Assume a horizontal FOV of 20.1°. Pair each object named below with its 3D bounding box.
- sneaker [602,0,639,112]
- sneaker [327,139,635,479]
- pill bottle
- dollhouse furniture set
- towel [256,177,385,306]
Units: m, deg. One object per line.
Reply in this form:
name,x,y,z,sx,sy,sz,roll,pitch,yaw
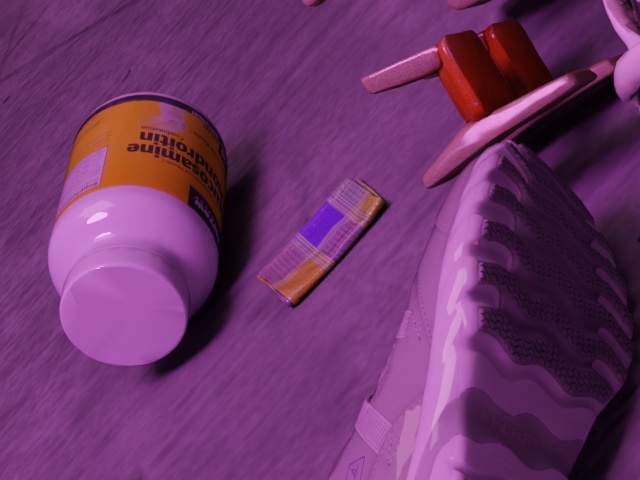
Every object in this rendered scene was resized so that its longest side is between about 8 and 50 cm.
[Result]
sneaker,0.117,0.009,0.525,0.169,0.257,0.447,-11,42,52
sneaker,0.046,0.072,0.729,0.115,0.105,0.281,-25,33,39
pill bottle,-0.112,-0.007,1.109,0.103,0.103,0.184,-36,26,22
dollhouse furniture set,0.075,-0.186,0.930,0.135,0.262,0.259,-33,-4,24
towel,0.000,0.000,1.031,0.083,0.009,0.060,-46,23,1
